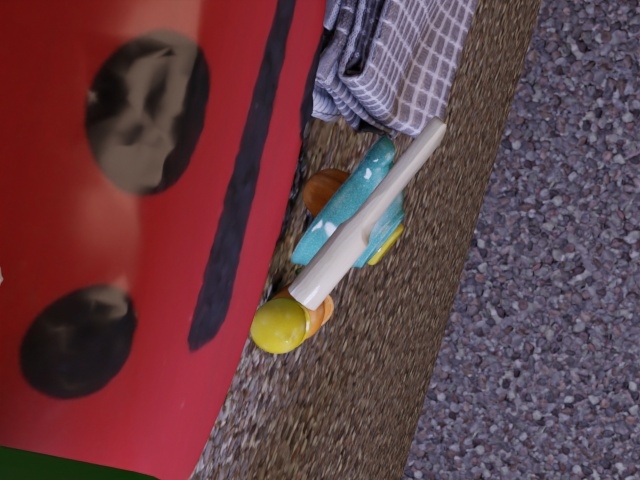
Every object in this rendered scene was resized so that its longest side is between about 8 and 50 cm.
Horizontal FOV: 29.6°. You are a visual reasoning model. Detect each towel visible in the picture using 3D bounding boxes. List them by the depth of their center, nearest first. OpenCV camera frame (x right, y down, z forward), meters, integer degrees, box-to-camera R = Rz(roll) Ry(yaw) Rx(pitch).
[{"bbox_3d":[0.065,-0.228,1.006,0.235,0.121,0.283,19,89,-76],"label":"towel"}]

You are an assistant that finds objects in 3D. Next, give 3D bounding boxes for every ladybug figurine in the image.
[{"bbox_3d":[-0.105,-0.038,0.478,0.305,0.162,0.449,-37,143,-67],"label":"ladybug figurine"}]

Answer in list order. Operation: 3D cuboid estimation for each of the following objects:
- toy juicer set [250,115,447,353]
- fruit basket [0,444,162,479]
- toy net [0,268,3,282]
[{"bbox_3d":[0.000,0.000,1.089,0.209,0.089,0.329,-49,174,-13],"label":"toy juicer set"},{"bbox_3d":[-0.142,0.226,0.236,0.392,0.392,0.282,-52,156,-56],"label":"fruit basket"},{"bbox_3d":[-0.145,-0.051,0.310,0.045,0.122,0.232,-112,-158,-74],"label":"toy net"}]
